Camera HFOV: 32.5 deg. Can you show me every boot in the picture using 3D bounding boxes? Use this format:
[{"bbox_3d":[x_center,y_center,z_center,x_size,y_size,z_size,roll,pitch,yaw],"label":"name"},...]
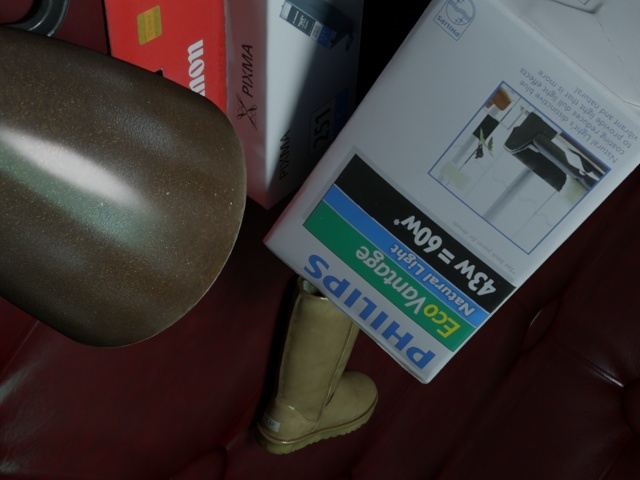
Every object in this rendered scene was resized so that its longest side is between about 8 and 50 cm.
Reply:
[{"bbox_3d":[0.027,0.147,1.483,0.236,0.089,0.270,-23,137,-48],"label":"boot"}]

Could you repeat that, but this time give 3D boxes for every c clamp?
[{"bbox_3d":[-0.221,-0.188,0.769,0.160,0.022,0.137,-26,148,-45],"label":"c clamp"}]

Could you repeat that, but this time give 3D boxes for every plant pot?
[{"bbox_3d":[-0.203,-0.058,0.764,0.215,0.215,0.230,-56,145,0],"label":"plant pot"}]

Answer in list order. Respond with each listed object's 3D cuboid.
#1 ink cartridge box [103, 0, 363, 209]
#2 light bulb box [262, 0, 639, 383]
[{"bbox_3d":[-0.067,-0.149,1.015,0.261,0.066,0.296,-39,149,-33],"label":"ink cartridge box"},{"bbox_3d":[0.181,-0.110,1.111,0.361,0.225,0.358,-53,174,37],"label":"light bulb box"}]
